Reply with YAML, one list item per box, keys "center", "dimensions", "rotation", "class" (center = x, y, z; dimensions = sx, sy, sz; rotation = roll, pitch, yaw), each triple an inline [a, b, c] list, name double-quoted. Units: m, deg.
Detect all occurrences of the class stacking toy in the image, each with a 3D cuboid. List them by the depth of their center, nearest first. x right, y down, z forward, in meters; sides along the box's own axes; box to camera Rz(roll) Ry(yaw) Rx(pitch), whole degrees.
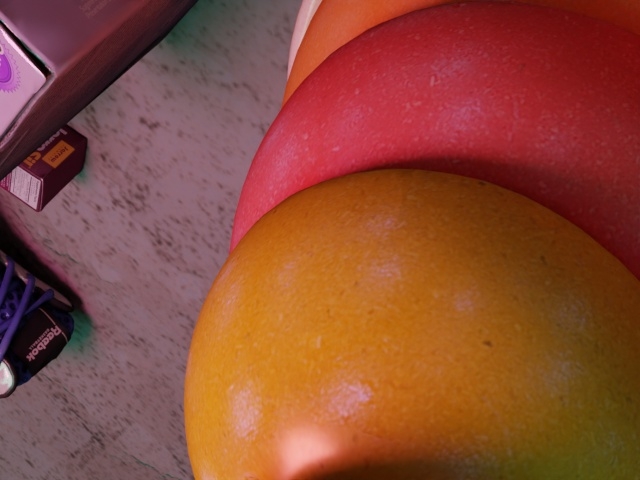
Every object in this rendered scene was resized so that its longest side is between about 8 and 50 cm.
- center: [0.052, 0.050, 0.652]
  dimensions: [0.350, 0.480, 0.350]
  rotation: [15, 124, 23]
  class: "stacking toy"

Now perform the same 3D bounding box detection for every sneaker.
- center: [-0.298, 0.026, 1.326]
  dimensions: [0.182, 0.127, 0.315]
  rotation: [23, 149, 18]
  class: "sneaker"

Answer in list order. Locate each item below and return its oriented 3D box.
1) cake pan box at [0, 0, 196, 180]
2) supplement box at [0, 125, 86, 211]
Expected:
- center: [-0.130, -0.124, 0.875]
  dimensions: [0.070, 0.246, 0.267]
  rotation: [45, 146, -7]
  class: "cake pan box"
- center: [-0.226, -0.070, 1.193]
  dimensions: [0.083, 0.055, 0.043]
  rotation: [33, 144, 10]
  class: "supplement box"
